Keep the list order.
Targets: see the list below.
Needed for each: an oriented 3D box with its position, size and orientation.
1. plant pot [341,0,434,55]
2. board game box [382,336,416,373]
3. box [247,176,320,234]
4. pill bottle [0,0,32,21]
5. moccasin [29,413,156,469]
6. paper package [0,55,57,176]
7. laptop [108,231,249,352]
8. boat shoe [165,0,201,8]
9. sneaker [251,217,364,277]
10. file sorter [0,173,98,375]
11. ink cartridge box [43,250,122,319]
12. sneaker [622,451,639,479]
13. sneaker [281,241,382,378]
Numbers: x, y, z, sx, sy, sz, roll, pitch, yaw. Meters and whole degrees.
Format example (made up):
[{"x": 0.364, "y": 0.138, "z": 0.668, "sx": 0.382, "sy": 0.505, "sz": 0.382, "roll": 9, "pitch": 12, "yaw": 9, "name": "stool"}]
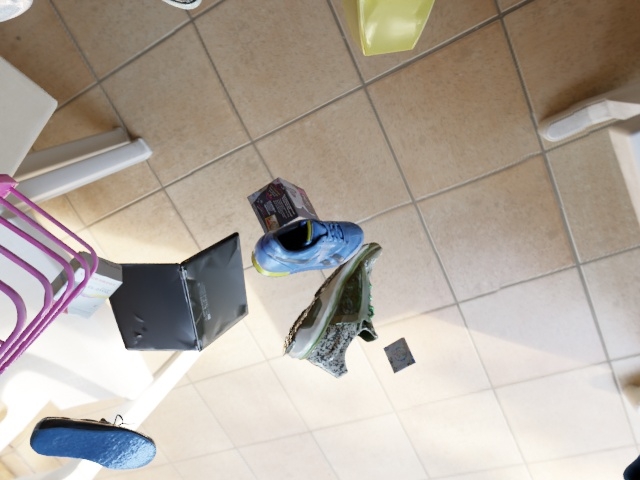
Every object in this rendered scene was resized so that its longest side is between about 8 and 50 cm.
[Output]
[{"x": 0.167, "y": -0.612, "z": 1.103, "sx": 0.212, "sy": 0.212, "sz": 0.187, "roll": -12, "pitch": 138, "yaw": -6, "name": "plant pot"}, {"x": 0.255, "y": 0.372, "z": 1.365, "sx": 0.090, "sy": 0.020, "sz": 0.090, "roll": -43, "pitch": 59, "yaw": 37, "name": "board game box"}, {"x": -0.120, "y": -0.106, "z": 1.496, "sx": 0.142, "sy": 0.247, "sz": 0.163, "roll": -30, "pitch": 78, "yaw": 13, "name": "box"}, {"x": -0.431, "y": -0.361, "z": 0.486, "sx": 0.103, "sy": 0.103, "sz": 0.184, "roll": -16, "pitch": 108, "yaw": 17, "name": "pill bottle"}, {"x": -0.644, "y": 0.566, "z": 1.234, "sx": 0.342, "sy": 0.117, "sz": 0.138, "roll": 34, "pitch": 83, "yaw": -30, "name": "moccasin"}, {"x": -0.727, "y": -0.227, "z": 0.771, "sx": 0.168, "sy": 0.309, "sz": 0.325, "roll": 12, "pitch": 71, "yaw": 25, "name": "paper package"}, {"x": -0.495, "y": 0.185, "z": 1.515, "sx": 0.236, "sy": 0.408, "sz": 0.382, "roll": 19, "pitch": 126, "yaw": 30, "name": "laptop"}, {"x": -0.366, "y": -0.555, "z": 0.883, "sx": 0.227, "sy": 0.069, "sz": 0.081, "roll": 11, "pitch": 80, "yaw": -3, "name": "boat shoe"}, {"x": 0.000, "y": 0.000, "z": 0.632, "sx": 0.082, "sy": 0.209, "sz": 0.069, "roll": -47, "pitch": 63, "yaw": 47, "name": "sneaker"}, {"x": -0.398, "y": 0.059, "z": 0.462, "sx": 0.182, "sy": 0.290, "sz": 0.202, "roll": 42, "pitch": 85, "yaw": -16, "name": "file sorter"}, {"x": -0.664, "y": 0.128, "z": 1.185, "sx": 0.175, "sy": 0.072, "sz": 0.127, "roll": -43, "pitch": 135, "yaw": 15, "name": "ink cartridge box"}, {"x": 0.364, "y": 0.212, "z": 0.414, "sx": 0.059, "sy": 0.053, "sz": 0.144, "roll": 32, "pitch": 105, "yaw": -12, "name": "sneaker"}, {"x": 0.074, "y": 0.172, "z": 1.051, "sx": 0.182, "sy": 0.410, "sz": 0.158, "roll": 41, "pitch": 143, "yaw": -1, "name": "sneaker"}]
